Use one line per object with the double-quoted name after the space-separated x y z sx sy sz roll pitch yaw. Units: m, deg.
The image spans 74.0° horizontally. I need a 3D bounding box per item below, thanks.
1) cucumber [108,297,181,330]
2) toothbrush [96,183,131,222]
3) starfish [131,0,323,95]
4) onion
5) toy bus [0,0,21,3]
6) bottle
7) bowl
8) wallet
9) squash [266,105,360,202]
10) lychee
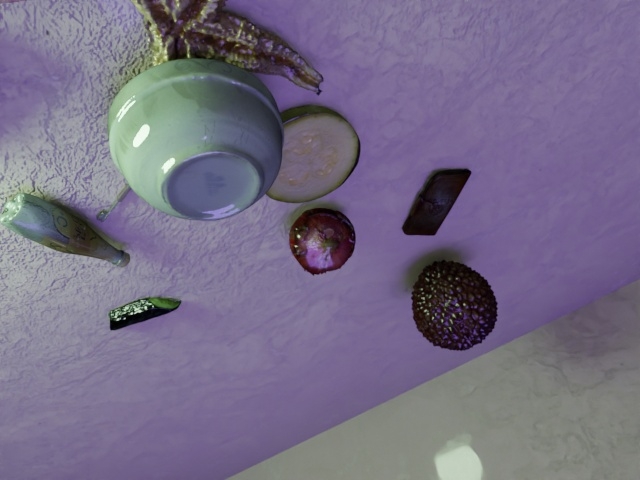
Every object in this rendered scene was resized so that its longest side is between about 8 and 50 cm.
-0.511 0.202 1.207 0.220 0.046 0.070 -20 135 -2 "cucumber"
-0.421 -0.101 0.904 0.194 0.014 0.017 -39 139 21 "toothbrush"
-0.159 -0.327 0.707 0.324 0.082 0.432 -18 147 -9 "starfish"
0.000 0.000 1.139 0.184 0.184 0.147 -12 -176 -13 "onion"
-0.422 -0.356 0.520 0.274 0.090 0.112 -12 171 -10 "toy bus"
-0.527 -0.006 0.910 0.083 0.083 0.270 -32 142 13 "bottle"
-0.203 -0.146 0.751 0.307 0.163 0.307 -15 146 -10 "bowl"
0.335 -0.104 1.259 0.137 0.031 0.255 -5 140 -21 "wallet"
-0.029 -0.191 0.968 0.252 0.049 0.252 -15 141 -13 "squash"
0.465 0.227 1.492 0.306 0.306 0.330 -29 133 9 "lychee"
